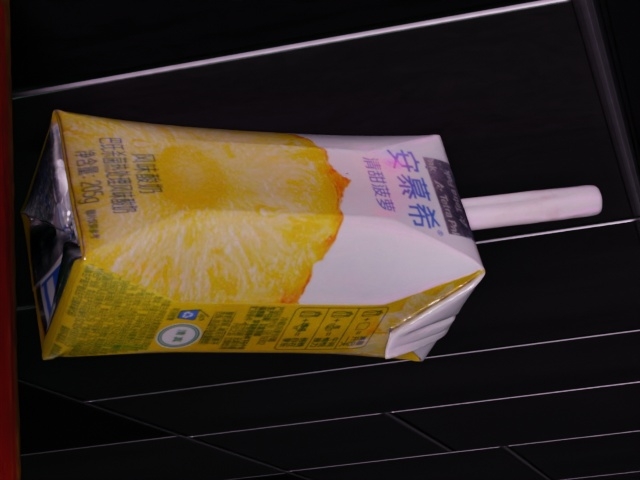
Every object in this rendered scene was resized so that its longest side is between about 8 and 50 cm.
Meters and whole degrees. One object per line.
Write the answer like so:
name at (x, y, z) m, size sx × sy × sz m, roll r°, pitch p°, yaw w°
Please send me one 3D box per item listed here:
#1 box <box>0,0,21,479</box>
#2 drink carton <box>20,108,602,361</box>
box at (-0.141, -0.006, 0.270) m, size 0.089 × 0.197 × 0.313 m, roll -8°, pitch 165°, yaw 8°
drink carton at (0.000, 0.000, 0.574) m, size 0.200 × 0.084 × 0.074 m, roll 3°, pitch 140°, yaw -24°
